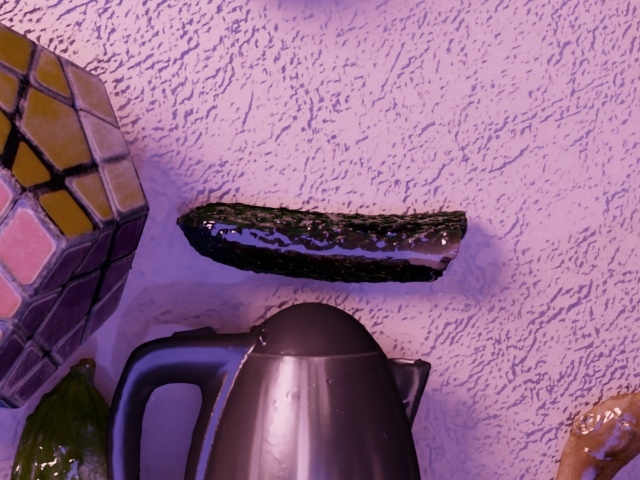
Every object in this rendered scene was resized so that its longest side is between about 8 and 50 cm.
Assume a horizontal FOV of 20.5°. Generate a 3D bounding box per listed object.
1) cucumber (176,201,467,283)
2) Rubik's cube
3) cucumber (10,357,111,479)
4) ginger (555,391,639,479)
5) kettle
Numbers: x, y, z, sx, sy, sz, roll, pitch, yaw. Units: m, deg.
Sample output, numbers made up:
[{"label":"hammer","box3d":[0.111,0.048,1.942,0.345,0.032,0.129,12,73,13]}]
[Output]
[{"label":"cucumber","box3d":[0.000,0.003,1.497,0.245,0.067,0.067,2,102,-4]},{"label":"Rubik's cube","box3d":[-0.291,-0.021,1.354,0.319,0.319,0.264,14,75,-8]},{"label":"cucumber","box3d":[-0.206,0.221,1.492,0.134,0.134,0.244,2,89,-6]},{"label":"ginger","box3d":[0.253,0.237,1.573,0.133,0.059,0.214,30,96,-3]},{"label":"kettle","box3d":[-0.028,0.185,1.477,0.250,0.207,0.271,3,93,19]}]
